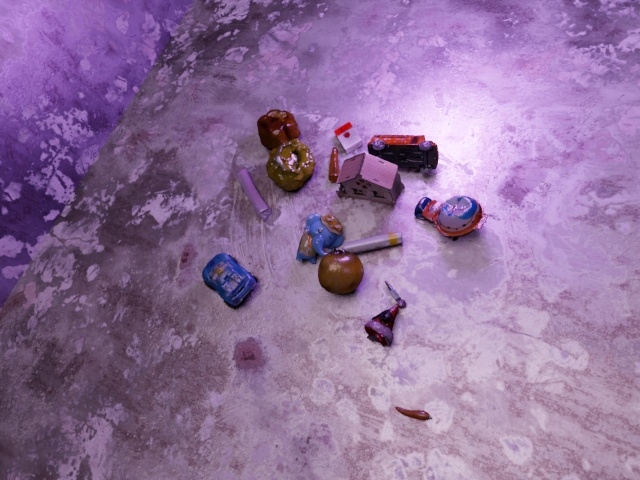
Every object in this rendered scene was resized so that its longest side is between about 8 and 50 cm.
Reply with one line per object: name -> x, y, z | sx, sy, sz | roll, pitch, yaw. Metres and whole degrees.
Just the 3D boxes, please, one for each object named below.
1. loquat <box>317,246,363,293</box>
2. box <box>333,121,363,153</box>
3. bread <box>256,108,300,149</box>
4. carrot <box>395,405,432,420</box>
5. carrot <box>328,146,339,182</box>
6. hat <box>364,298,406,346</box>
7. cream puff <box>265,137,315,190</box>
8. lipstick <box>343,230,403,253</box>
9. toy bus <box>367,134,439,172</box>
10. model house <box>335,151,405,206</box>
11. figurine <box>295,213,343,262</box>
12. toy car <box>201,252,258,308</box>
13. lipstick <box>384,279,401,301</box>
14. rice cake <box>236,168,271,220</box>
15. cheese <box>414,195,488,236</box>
loquat -> 0.088, 0.129, 1.845 | 0.213, 0.213, 0.213 | -8, 64, 17
box -> 0.146, -0.538, 2.223 | 0.100, 0.048, 0.152 | -29, 62, 4
bread -> -0.235, -0.619, 2.350 | 0.247, 0.135, 0.232 | 34, 68, 32
carrot -> 0.348, 0.651, 1.601 | 0.142, 0.035, 0.035 | 3, 67, 26
carrot -> 0.072, -0.397, 2.182 | 0.061, 0.061, 0.209 | -8, 59, 17
hat -> 0.277, 0.322, 1.736 | 0.129, 0.140, 0.227 | 34, 68, 19
cream puff -> -0.161, -0.403, 2.194 | 0.282, 0.185, 0.281 | -10, 63, 20
lipstick -> 0.235, 0.012, 1.914 | 0.264, 0.059, 0.059 | -11, 63, 9
toy bus -> 0.398, -0.422, 2.016 | 0.329, 0.143, 0.153 | 7, 45, 24
model house -> 0.210, -0.300, 1.976 | 0.326, 0.244, 0.169 | 12, 73, 26
figurine -> -0.002, -0.001, 1.985 | 0.180, 0.154, 0.262 | 27, 95, 19
toy car -> -0.457, 0.174, 2.047 | 0.314, 0.166, 0.198 | 36, 79, 31
lipstick -> 0.305, 0.212, 1.826 | 0.025, 0.025, 0.107 | -35, 53, 2
rice cake -> -0.363, -0.253, 2.272 | 0.073, 0.056, 0.365 | -34, 59, 5
cheese -> 0.554, -0.113, 1.829 | 0.329, 0.129, 0.217 | 24, 70, 46
